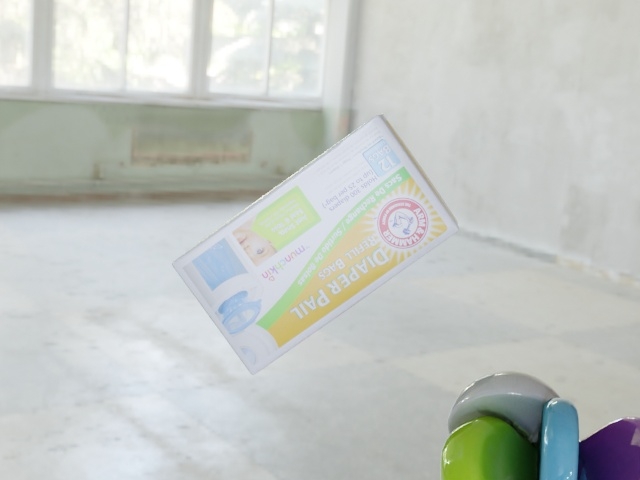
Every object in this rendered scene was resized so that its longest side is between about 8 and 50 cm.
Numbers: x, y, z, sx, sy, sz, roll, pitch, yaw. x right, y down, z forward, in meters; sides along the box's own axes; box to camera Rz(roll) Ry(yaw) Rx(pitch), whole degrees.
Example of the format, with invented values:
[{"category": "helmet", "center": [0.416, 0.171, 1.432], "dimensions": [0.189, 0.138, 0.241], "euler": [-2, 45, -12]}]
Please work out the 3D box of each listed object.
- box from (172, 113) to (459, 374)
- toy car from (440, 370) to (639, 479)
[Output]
[{"category": "box", "center": [0.000, 0.000, 0.858], "dimensions": [0.203, 0.114, 0.103], "euler": [-36, 2, 7]}, {"category": "toy car", "center": [0.155, 0.156, 0.602], "dimensions": [0.182, 0.136, 0.159], "euler": [38, 41, -20]}]
